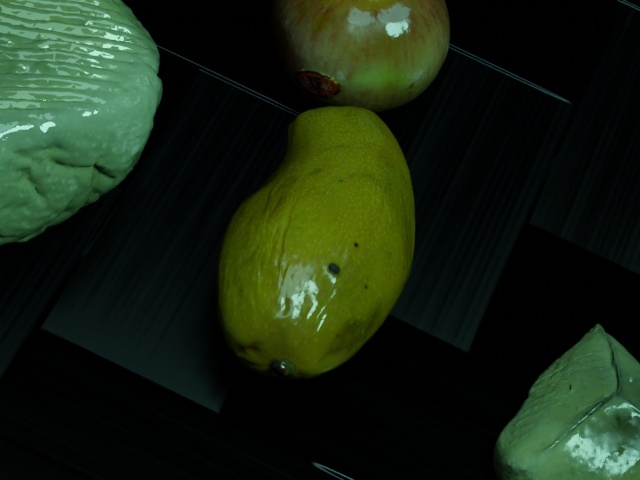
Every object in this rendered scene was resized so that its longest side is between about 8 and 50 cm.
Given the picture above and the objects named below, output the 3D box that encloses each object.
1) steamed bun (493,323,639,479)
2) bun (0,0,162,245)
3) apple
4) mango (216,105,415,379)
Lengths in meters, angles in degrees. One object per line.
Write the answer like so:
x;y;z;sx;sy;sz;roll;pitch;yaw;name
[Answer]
0.281;0.198;1.850;0.212;0.110;0.231;-24;61;-30;steamed bun
-0.339;-0.134;1.833;0.349;0.227;0.352;14;50;-6;bun
0.044;-0.239;2.065;0.209;0.164;0.209;7;52;-9;apple
0.004;0.000;1.892;0.187;0.144;0.359;28;49;1;mango
